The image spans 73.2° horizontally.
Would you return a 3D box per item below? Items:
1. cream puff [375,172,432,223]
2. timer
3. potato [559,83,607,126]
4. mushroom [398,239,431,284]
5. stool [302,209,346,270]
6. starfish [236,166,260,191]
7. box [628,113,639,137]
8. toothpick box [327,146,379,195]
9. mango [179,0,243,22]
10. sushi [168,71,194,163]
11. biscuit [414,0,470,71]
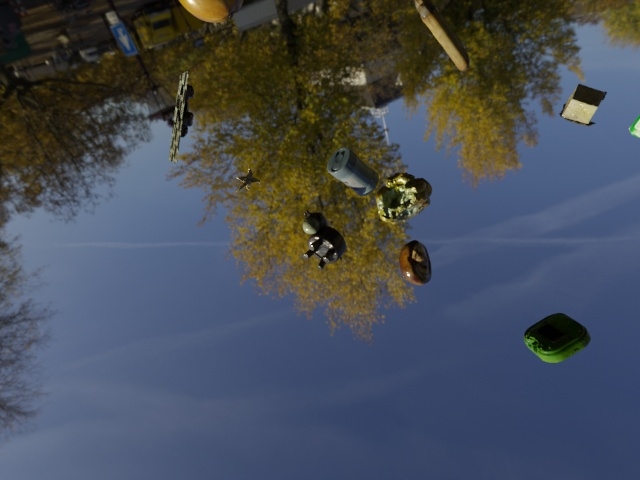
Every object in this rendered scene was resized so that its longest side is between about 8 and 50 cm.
[{"bbox_3d":[0.315,-0.173,1.660,0.221,0.195,0.195,-34,-158,22],"label":"cream puff"},{"bbox_3d":[0.581,0.238,1.067,0.128,0.047,0.140,-33,-168,4],"label":"timer"},{"bbox_3d":[0.653,-0.336,1.070,0.086,0.061,0.122,26,-134,21],"label":"potato"},{"bbox_3d":[0.270,0.063,1.193,0.087,0.127,0.127,-15,-157,42],"label":"mushroom"},{"bbox_3d":[0.000,0.000,1.451,0.125,0.217,0.121,-10,-153,48],"label":"stool"},{"bbox_3d":[-0.211,-0.179,1.267,0.092,0.086,0.016,-3,-135,-47],"label":"starfish"},{"bbox_3d":[0.760,-0.299,0.866,0.250,0.180,0.103,-31,-121,-29],"label":"box"},{"bbox_3d":[0.108,-0.225,1.423,0.101,0.153,0.101,-28,-134,33],"label":"toothpick box"},{"bbox_3d":[-0.163,-0.406,0.632,0.111,0.163,0.089,5,179,-27],"label":"mango"},{"bbox_3d":[-0.428,-0.382,1.357,0.043,0.280,0.192,5,-168,-28],"label":"sushi"},{"bbox_3d":[0.461,-0.789,1.625,0.062,0.290,0.237,-34,-151,29],"label":"biscuit"}]
